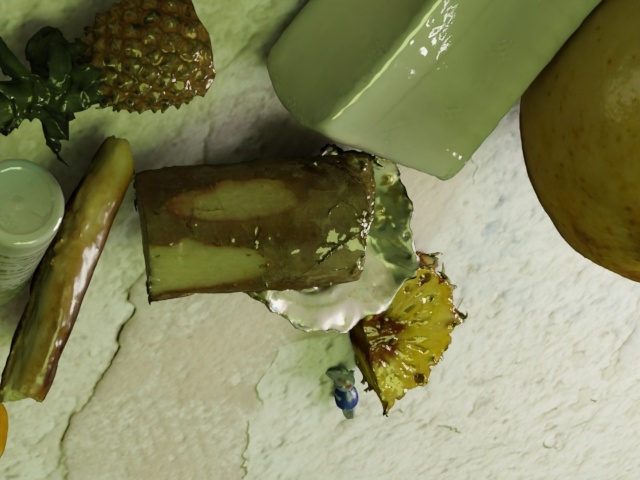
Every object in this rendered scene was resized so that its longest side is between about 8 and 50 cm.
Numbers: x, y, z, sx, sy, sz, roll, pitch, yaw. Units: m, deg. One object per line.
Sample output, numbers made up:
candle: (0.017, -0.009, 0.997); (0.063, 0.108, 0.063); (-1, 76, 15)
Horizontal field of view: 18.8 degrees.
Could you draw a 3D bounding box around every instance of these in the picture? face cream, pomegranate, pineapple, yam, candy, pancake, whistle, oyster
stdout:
face cream: (-0.289, 0.006, 1.713); (0.082, 0.082, 0.269); (-18, 170, -23)
pomegranate: (0.377, -0.155, 1.954); (0.410, 0.410, 0.410); (-21, 137, -21)
pineapple: (0.100, 0.079, 2.160); (0.135, 0.079, 0.233); (-24, 136, -19)
yam: (-0.062, -0.013, 1.850); (0.238, 0.128, 0.129); (-4, 162, 0)
candy: (0.131, -0.239, 1.837); (0.208, 0.145, 0.358); (22, 112, -48)
pineapple: (-0.233, -0.138, 1.681); (0.277, 0.119, 0.130); (-23, 156, -16)
pancake: (-0.238, 0.049, 1.839); (0.244, 0.057, 0.266); (110, 4, -69)
whistle: (0.027, 0.177, 2.237); (0.033, 0.029, 0.083); (0, 132, 11)
oyster: (0.000, 0.000, 1.993); (0.214, 0.083, 0.222); (-27, 122, -17)

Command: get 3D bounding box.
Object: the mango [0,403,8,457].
mango: (-0.405, 0.196, 1.832); (0.252, 0.153, 0.126); (-14, 161, -38)
